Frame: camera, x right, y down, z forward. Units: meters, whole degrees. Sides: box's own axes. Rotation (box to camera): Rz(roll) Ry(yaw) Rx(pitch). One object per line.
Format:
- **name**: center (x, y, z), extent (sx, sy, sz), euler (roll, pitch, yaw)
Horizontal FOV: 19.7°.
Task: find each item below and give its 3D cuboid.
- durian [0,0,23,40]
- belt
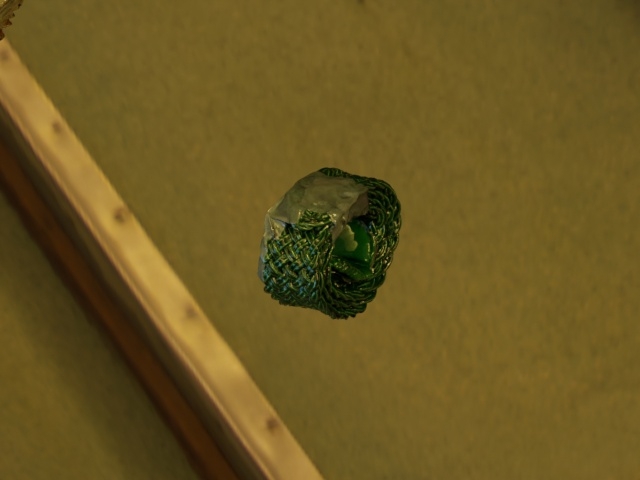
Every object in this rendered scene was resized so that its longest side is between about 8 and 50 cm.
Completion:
- **durian**: center (-0.280, -0.095, 1.013), extent (0.252, 0.139, 0.144), euler (-23, 92, -43)
- **belt**: center (0.000, 0.000, 1.503), extent (0.079, 0.151, 0.121), euler (17, 100, 24)
